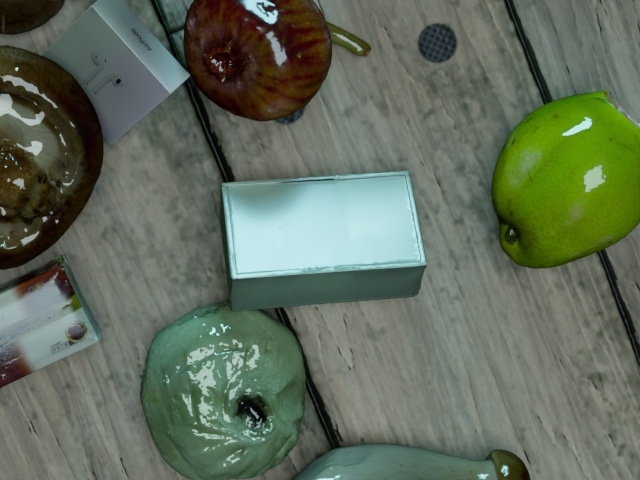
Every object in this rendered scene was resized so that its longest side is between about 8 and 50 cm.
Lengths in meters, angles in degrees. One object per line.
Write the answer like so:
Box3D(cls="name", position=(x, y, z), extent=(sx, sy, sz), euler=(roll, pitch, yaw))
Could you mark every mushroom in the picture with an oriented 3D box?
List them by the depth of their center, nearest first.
Box3D(cls="mushroom", position=(-0.368, -0.093, 1.616), extent=(0.253, 0.153, 0.253), euler=(-1, 99, -9))
Box3D(cls="mushroom", position=(-0.345, -0.316, 1.633), extent=(0.135, 0.080, 0.170), euler=(29, 95, -20))
Box3D(cls="mushroom", position=(0.084, 0.310, 1.736), extent=(0.350, 0.128, 0.128), euler=(-4, 97, -9))

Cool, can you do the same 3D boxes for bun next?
Box3D(cls="bun", position=(-0.113, 0.180, 1.702), extent=(0.221, 0.108, 0.221), euler=(-1, 96, -8))

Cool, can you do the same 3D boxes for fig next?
Box3D(cls="fig", position=(-0.057, -0.233, 1.659), extent=(0.175, 0.207, 0.175), euler=(14, 123, 23))

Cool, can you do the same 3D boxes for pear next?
Box3D(cls="pear", position=(0.293, -0.067, 1.701), extent=(0.220, 0.187, 0.187), euler=(-42, 100, 11))

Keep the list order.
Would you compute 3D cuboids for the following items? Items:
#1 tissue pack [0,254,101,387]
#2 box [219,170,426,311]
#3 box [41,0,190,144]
Box3D(cls="tissue pack", position=(-0.344, 0.098, 1.667), extent=(0.149, 0.099, 0.106), euler=(-26, 99, -5))
Box3D(cls="box", position=(0.000, 0.000, 1.686), extent=(0.225, 0.086, 0.129), euler=(-4, 61, -7))
Box3D(cls="box", position=(-0.237, -0.197, 1.638), extent=(0.130, 0.129, 0.051), euler=(48, 44, -10))
